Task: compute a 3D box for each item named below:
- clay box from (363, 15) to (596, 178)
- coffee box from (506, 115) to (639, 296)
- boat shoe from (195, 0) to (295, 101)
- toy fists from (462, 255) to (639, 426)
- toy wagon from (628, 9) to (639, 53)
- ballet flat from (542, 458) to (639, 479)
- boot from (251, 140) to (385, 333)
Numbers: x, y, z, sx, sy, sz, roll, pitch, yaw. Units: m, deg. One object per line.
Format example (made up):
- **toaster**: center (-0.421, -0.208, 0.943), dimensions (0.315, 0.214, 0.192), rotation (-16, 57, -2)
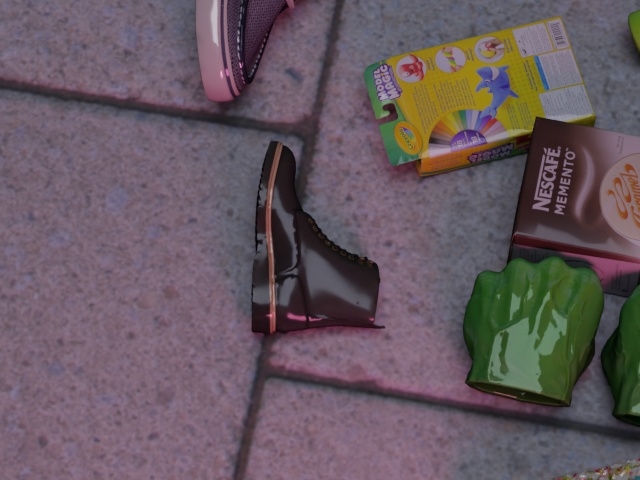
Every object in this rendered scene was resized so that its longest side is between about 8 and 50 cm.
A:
- **clay box**: center (0.165, -0.148, 1.952), dimensions (0.222, 0.053, 0.127), rotation (-14, 67, -3)
- **coffee box**: center (0.322, -0.022, 1.869), dimensions (0.246, 0.098, 0.141), rotation (11, 67, 6)
- **boat shoe**: center (-0.037, -0.304, 1.981), dimensions (0.158, 0.127, 0.340), rotation (1, 66, 10)
- **toy fists**: center (0.279, 0.101, 1.823), dimensions (0.279, 0.096, 0.142), rotation (12, 78, 5)
- **toy wagon**: center (0.461, -0.244, 1.934), dimensions (0.267, 0.068, 0.344), rotation (-21, 65, 19)
- **ballet flat**: center (0.261, 0.253, 1.763), dimensions (0.241, 0.091, 0.077), rotation (-12, 22, 15)
- **boot**: center (0.000, 0.000, 1.891), dimensions (0.137, 0.077, 0.198), rotation (3, 80, -2)
